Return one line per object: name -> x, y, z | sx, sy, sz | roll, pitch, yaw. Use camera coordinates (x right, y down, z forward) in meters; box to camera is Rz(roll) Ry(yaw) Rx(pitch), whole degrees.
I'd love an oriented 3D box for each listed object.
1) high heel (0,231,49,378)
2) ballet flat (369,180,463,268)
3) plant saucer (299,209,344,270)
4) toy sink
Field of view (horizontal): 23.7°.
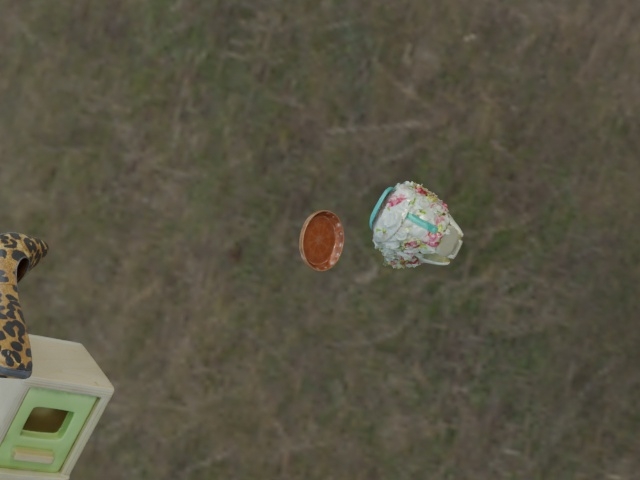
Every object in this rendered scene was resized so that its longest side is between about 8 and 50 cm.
high heel -> -0.379, 0.086, 1.928 | 0.186, 0.261, 0.093 | 36, 121, 13
ballet flat -> 0.099, -0.005, 1.486 | 0.091, 0.077, 0.241 | -65, -10, 4
plant saucer -> 0.000, 0.000, 2.072 | 0.013, 0.083, 0.083 | 6, 83, 42
toy sink -> -0.418, 0.261, 2.126 | 0.131, 0.153, 0.234 | 45, 111, 43
